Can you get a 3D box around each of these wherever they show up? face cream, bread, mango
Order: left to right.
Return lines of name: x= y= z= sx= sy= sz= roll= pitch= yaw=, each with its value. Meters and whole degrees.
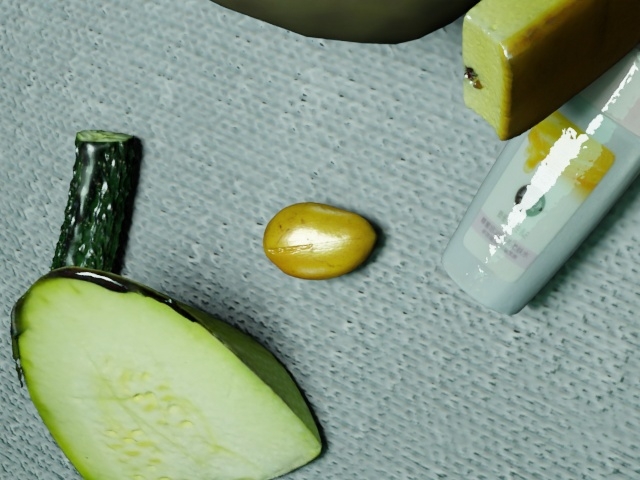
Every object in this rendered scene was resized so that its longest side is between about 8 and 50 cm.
mango: x=0.000 y=0.000 z=0.876 sx=0.089 sy=0.046 sz=0.060 roll=-6 pitch=93 yaw=26
face cream: x=0.158 y=-0.045 z=0.772 sx=0.084 sy=0.057 sz=0.198 roll=41 pitch=115 yaw=22
bread: x=0.179 y=-0.154 z=0.690 sx=0.226 sy=0.088 sz=0.049 roll=-36 pitch=59 yaw=-15

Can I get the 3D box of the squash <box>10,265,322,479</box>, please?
squash: x=-0.151 y=0.123 z=0.921 sx=0.237 sy=0.155 sz=0.204 roll=-23 pitch=83 yaw=29

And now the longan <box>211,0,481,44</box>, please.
longan: x=-0.011 y=-0.303 z=0.685 sx=0.404 sy=0.336 sz=0.404 roll=38 pitch=150 yaw=27

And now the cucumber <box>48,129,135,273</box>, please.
cucumber: x=-0.196 y=-0.003 z=0.985 sx=0.058 sy=0.058 sz=0.187 roll=24 pitch=106 yaw=25
